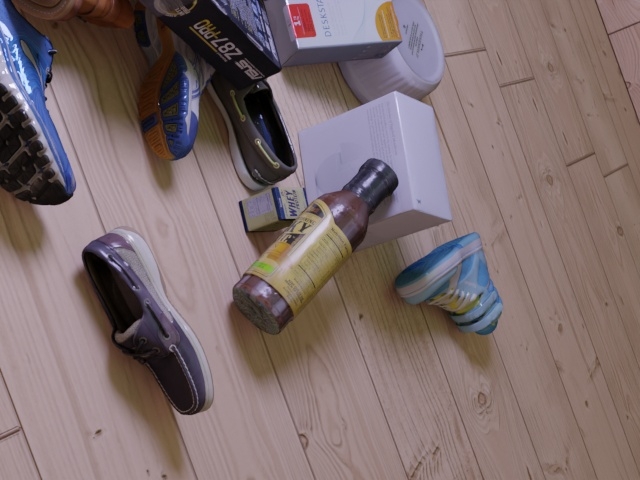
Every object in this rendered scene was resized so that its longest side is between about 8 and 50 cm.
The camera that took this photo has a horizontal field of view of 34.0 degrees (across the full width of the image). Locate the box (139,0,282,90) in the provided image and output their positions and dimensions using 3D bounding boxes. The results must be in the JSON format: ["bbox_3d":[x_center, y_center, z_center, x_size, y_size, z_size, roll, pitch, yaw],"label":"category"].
[{"bbox_3d":[-0.201,-0.473,1.634,0.318,0.097,0.395,39,33,-62],"label":"box"}]

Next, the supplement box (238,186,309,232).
[{"bbox_3d":[-0.076,-0.052,1.760,0.083,0.083,0.056,-4,78,-54],"label":"supplement box"}]

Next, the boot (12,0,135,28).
[{"bbox_3d":[-0.342,-0.341,1.447,0.283,0.109,0.220,41,4,40],"label":"boot"}]

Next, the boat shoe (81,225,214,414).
[{"bbox_3d":[-0.245,0.121,1.446,0.092,0.102,0.285,-26,92,-49],"label":"boat shoe"}]

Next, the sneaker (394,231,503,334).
[{"bbox_3d":[0.277,0.117,2.121,0.319,0.127,0.208,-28,96,-54],"label":"sneaker"}]

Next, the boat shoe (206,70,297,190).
[{"bbox_3d":[-0.122,-0.241,1.780,0.109,0.091,0.305,-20,90,-55],"label":"boat shoe"}]

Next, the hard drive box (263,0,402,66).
[{"bbox_3d":[0.019,-0.436,1.990,0.232,0.089,0.181,-11,82,-28],"label":"hard drive box"}]

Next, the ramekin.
[{"bbox_3d":[0.151,-0.405,2.194,0.273,0.127,0.273,27,53,-44],"label":"ramekin"}]

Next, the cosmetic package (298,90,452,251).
[{"bbox_3d":[0.099,-0.120,1.905,0.138,0.224,0.224,11,66,-51],"label":"cosmetic package"}]

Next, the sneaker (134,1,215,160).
[{"bbox_3d":[-0.211,-0.260,1.655,0.131,0.111,0.297,17,62,-49],"label":"sneaker"}]

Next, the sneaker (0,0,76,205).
[{"bbox_3d":[-0.392,-0.206,1.372,0.147,0.129,0.330,-28,97,-52],"label":"sneaker"}]

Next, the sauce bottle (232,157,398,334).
[{"bbox_3d":[0.000,0.000,1.711,0.344,0.111,0.111,-47,115,-26],"label":"sauce bottle"}]
